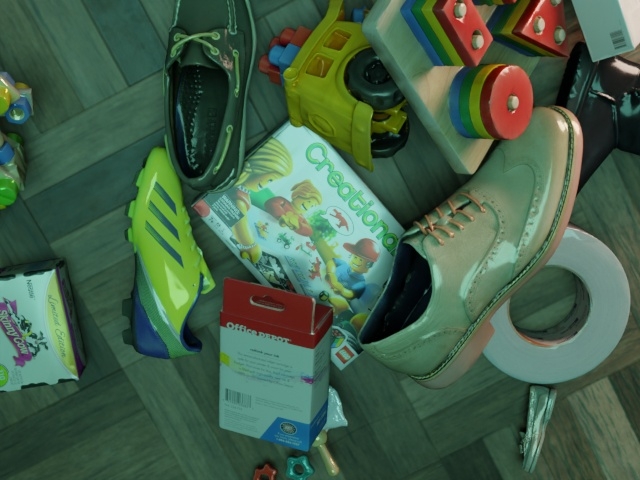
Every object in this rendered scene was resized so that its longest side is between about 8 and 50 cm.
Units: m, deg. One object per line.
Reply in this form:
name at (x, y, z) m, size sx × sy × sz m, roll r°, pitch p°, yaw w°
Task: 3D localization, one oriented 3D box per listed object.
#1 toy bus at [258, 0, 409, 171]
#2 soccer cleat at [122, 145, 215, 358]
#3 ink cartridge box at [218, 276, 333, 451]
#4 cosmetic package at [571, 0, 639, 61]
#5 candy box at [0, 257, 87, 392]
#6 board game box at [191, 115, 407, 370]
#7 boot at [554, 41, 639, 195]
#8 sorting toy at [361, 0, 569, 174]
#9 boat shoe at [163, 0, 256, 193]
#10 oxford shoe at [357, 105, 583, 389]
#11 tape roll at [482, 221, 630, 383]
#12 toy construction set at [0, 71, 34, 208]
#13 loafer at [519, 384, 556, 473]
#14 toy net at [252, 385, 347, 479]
toy bus at (0.038, -0.229, 1.371) m, size 0.211 × 0.149 × 0.220 m, roll 26°, pitch 69°, yaw 17°
soccer cleat at (-0.194, 0.018, 1.438) m, size 0.121 × 0.093 × 0.289 m, roll 6°, pitch 107°, yaw 3°
ink cartridge box at (-0.059, 0.149, 1.436) m, size 0.134 × 0.078 × 0.231 m, roll 12°, pitch 117°, yaw 18°
cosmetic package at (0.331, -0.348, 1.340) m, size 0.060 × 0.099 × 0.239 m, roll -14°, pitch 104°, yaw 35°
candy box at (-0.446, 0.123, 1.462) m, size 0.233 × 0.071 × 0.159 m, roll -10°, pitch 102°, yaw -1°
board game box at (0.000, 0.000, 1.464) m, size 0.193 × 0.053 × 0.305 m, roll -41°, pitch 101°, yaw 6°
boot at (0.403, -0.122, 1.433) m, size 0.207 × 0.094 × 0.247 m, roll 16°, pitch 95°, yaw -2°
sorting toy at (0.199, -0.252, 1.289) m, size 0.255 × 0.089 × 0.257 m, roll 50°, pitch 61°, yaw -38°
boat shoe at (-0.143, -0.212, 1.371) m, size 0.109 × 0.091 × 0.305 m, roll 0°, pitch 91°, yaw 11°
oxford shoe at (0.188, -0.001, 1.360) m, size 0.146 × 0.140 × 0.397 m, roll 24°, pitch 95°, yaw -36°
tape roll at (0.303, 0.080, 1.486) m, size 0.219 × 0.072 × 0.219 m, roll 0°, pitch 102°, yaw -2°
toy construction set at (-0.506, -0.107, 1.364) m, size 0.327 × 0.151 × 0.215 m, roll -1°, pitch 133°, yaw 10°
loafer at (0.300, 0.265, 1.546) m, size 0.039 × 0.045 × 0.125 m, roll 16°, pitch 95°, yaw 11°
toy net at (-0.024, 0.303, 1.539) m, size 0.122 × 0.045 × 0.232 m, roll 13°, pitch 99°, yaw 16°
